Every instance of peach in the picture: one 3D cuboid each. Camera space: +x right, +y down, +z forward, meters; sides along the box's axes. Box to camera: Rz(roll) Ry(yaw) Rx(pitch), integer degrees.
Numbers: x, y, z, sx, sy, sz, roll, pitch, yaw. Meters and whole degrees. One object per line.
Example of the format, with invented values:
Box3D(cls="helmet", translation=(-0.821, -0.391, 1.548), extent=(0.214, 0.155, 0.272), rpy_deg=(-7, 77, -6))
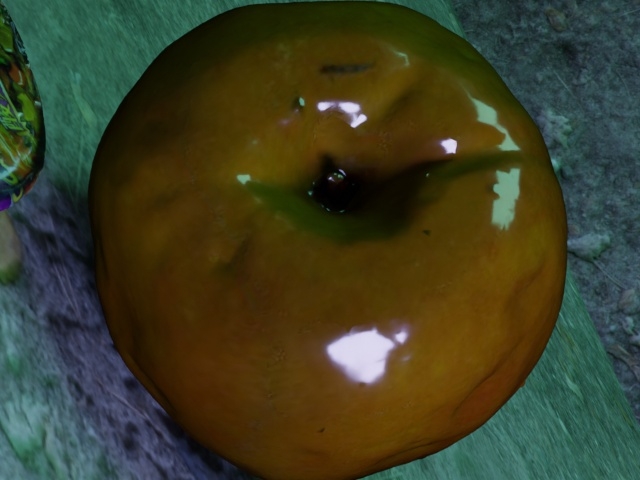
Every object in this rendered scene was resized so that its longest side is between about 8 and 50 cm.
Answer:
Box3D(cls="peach", translation=(0.000, 0.000, 1.147), extent=(0.342, 0.343, 0.301), rpy_deg=(63, -9, 14))

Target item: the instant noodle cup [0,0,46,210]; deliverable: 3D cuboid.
Box3D(cls="instant noodle cup", translation=(-0.269, -0.073, 0.699), extent=(0.251, 0.190, 0.251), rpy_deg=(52, 16, -22))
